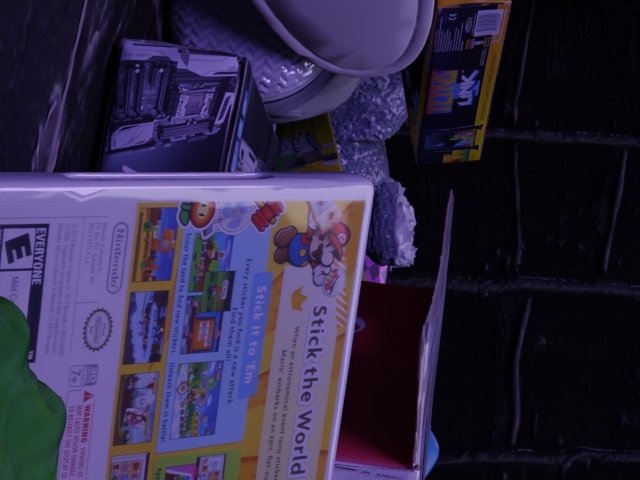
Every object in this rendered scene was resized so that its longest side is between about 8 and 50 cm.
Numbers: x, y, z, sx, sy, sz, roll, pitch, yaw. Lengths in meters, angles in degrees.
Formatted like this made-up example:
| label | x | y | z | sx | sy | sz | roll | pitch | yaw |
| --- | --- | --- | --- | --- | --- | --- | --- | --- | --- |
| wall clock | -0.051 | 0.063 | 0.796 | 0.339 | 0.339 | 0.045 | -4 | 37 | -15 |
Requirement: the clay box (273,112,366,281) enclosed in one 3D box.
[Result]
| label | x | y | z | sx | sy | sz | roll | pitch | yaw |
| --- | --- | --- | --- | --- | --- | --- | --- | --- | --- |
| clay box | 0.000 | 0.000 | 1.242 | 0.222 | 0.053 | 0.127 | -97 | 176 | -71 |

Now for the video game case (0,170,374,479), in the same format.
| label | x | y | z | sx | sy | sz | roll | pitch | yaw |
| --- | --- | --- | --- | --- | --- | --- | --- | --- | --- |
| video game case | -0.078 | 0.082 | 0.761 | 0.026 | 0.206 | 0.227 | 23 | -70 | 50 |

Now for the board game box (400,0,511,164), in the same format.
| label | x | y | z | sx | sy | sz | roll | pitch | yaw |
| --- | --- | --- | --- | --- | --- | --- | --- | --- | --- |
| board game box | 0.079 | -0.153 | 1.127 | 0.170 | 0.048 | 0.141 | 94 | -11 | -59 |

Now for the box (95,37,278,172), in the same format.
| label | x | y | z | sx | sy | sz | roll | pitch | yaw |
| --- | --- | --- | --- | --- | --- | --- | --- | --- | --- |
| box | -0.094 | 0.059 | 1.055 | 0.242 | 0.076 | 0.307 | 72 | 28 | -81 |

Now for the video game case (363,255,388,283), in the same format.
| label | x | y | z | sx | sy | sz | roll | pitch | yaw |
| --- | --- | --- | --- | --- | --- | --- | --- | --- | --- |
| video game case | -0.022 | 0.108 | 1.613 | 0.210 | 0.042 | 0.232 | -16 | -120 | 57 |

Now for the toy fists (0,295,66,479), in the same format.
| label | x | y | z | sx | sy | sz | roll | pitch | yaw |
| --- | --- | --- | --- | --- | --- | --- | --- | --- | --- |
| toy fists | -0.145 | 0.149 | 0.528 | 0.142 | 0.096 | 0.279 | -4 | 105 | -75 |

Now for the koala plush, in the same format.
| label | x | y | z | sx | sy | sz | roll | pitch | yaw |
| --- | --- | --- | --- | --- | --- | --- | --- | --- | --- |
| koala plush | 0.008 | -0.090 | 1.460 | 0.203 | 0.196 | 0.221 | -17 | 117 | -72 |

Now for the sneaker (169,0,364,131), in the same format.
| label | x | y | z | sx | sy | sz | roll | pitch | yaw |
| --- | --- | --- | --- | --- | --- | --- | --- | --- | --- |
| sneaker | -0.008 | -0.241 | 1.213 | 0.210 | 0.137 | 0.366 | 84 | 21 | -75 |

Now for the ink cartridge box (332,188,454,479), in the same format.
| label | x | y | z | sx | sy | sz | roll | pitch | yaw |
| --- | --- | --- | --- | --- | --- | --- | --- | --- | --- |
| ink cartridge box | -0.003 | 0.125 | 1.003 | 0.309 | 0.130 | 0.272 | -67 | 164 | -74 |

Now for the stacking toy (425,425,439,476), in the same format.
| label | x | y | z | sx | sy | sz | roll | pitch | yaw |
| --- | --- | --- | --- | --- | --- | --- | --- | --- | --- |
| stacking toy | -0.022 | 0.269 | 1.874 | 0.166 | 0.175 | 0.302 | -43 | 171 | -45 |

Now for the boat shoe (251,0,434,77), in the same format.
| label | x | y | z | sx | sy | sz | roll | pitch | yaw |
| --- | --- | --- | --- | --- | --- | --- | --- | --- | --- |
| boat shoe | -0.006 | -0.227 | 0.980 | 0.319 | 0.116 | 0.099 | 63 | 27 | -43 |
